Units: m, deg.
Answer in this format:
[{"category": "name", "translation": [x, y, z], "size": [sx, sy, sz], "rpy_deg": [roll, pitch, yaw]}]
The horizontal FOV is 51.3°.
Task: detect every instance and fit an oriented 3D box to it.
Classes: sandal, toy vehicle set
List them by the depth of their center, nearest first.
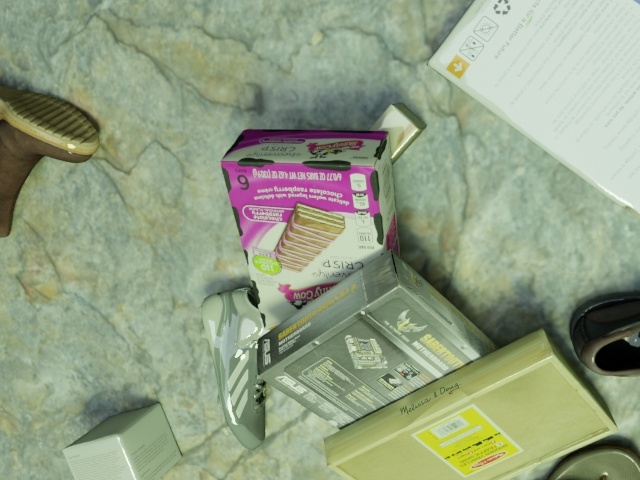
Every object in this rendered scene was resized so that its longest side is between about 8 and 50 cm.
[{"category": "toy vehicle set", "translation": [0.159, 0.209, 0.716], "size": [0.267, 0.035, 0.166], "rpy_deg": [-32, 125, 19]}, {"category": "sandal", "translation": [0.262, 0.303, 0.741], "size": [0.219, 0.060, 0.090], "rpy_deg": [-33, 90, 22]}]

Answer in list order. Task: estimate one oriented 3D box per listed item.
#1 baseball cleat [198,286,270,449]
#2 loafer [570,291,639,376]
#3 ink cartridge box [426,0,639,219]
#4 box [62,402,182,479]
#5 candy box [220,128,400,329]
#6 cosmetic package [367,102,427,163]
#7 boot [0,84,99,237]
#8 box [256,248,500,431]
[{"category": "baseball cleat", "translation": [-0.083, 0.159, 0.824], "size": [0.110, 0.072, 0.205], "rpy_deg": [-14, 100, 14]}, {"category": "loafer", "translation": [0.397, 0.087, 0.631], "size": [0.303, 0.095, 0.109], "rpy_deg": [-12, 97, 21]}, {"category": "ink cartridge box", "translation": [0.313, -0.200, 0.618], "size": [0.307, 0.072, 0.303], "rpy_deg": [38, 109, 5]}, {"category": "box", "translation": [-0.264, 0.286, 0.895], "size": [0.102, 0.101, 0.087], "rpy_deg": [-19, 94, 21]}, {"category": "candy box", "translation": [0.000, 0.000, 0.713], "size": [0.159, 0.071, 0.233], "rpy_deg": [3, 129, 19]}, {"category": "cosmetic package", "translation": [0.060, -0.094, 0.728], "size": [0.041, 0.060, 0.115], "rpy_deg": [44, 113, 4]}, {"category": "boot", "translation": [-0.408, -0.095, 0.891], "size": [0.249, 0.090, 0.206], "rpy_deg": [22, 120, 12]}, {"category": "box", "translation": [0.076, 0.135, 0.711], "size": [0.183, 0.056, 0.231], "rpy_deg": [-37, 122, 22]}]
